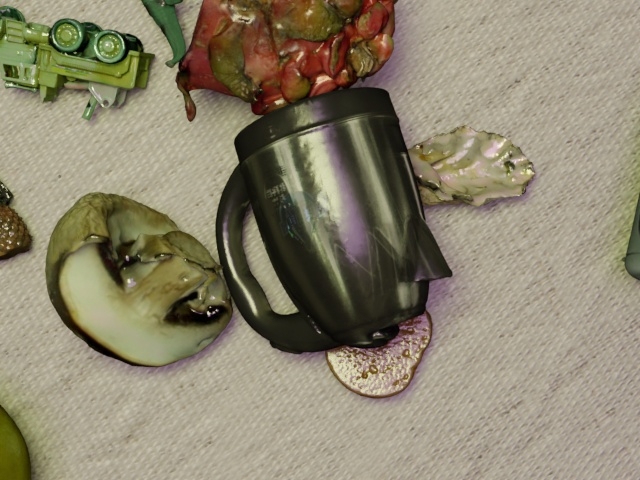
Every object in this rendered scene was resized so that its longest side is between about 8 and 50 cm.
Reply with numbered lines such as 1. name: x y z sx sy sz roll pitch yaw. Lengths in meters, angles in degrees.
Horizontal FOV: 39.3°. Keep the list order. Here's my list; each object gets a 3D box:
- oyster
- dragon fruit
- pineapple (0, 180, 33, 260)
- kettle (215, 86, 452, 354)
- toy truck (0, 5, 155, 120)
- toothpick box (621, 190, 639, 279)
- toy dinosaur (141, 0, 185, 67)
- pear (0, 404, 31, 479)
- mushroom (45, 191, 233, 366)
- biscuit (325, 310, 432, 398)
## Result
1. oyster: 0.206 -0.095 1.306 0.209 0.072 0.133 -17 70 -18
2. dragon fruit: -0.026 -0.299 1.208 0.262 0.296 0.314 19 122 -9
3. pineapple: -0.474 -0.051 1.289 0.074 0.074 0.160 -22 85 -2
4. kettle: 0.000 0.000 1.221 0.320 0.228 0.324 -21 83 21
5. toy truck: -0.383 -0.256 1.276 0.259 0.128 0.135 16 101 -1
6. toothpick box: 0.576 -0.100 1.239 0.262 0.263 0.355 12 86 0
7. toy dinosaur: -0.219 -0.382 1.294 0.120 0.079 0.292 -29 72 4
8. pear: -0.526 0.313 1.185 0.269 0.269 0.321 -34 75 -2
9. mushroom: -0.262 0.047 1.244 0.267 0.164 0.190 21 114 -33
10. biscuit: 0.075 0.140 1.300 0.170 0.050 0.170 0 78 2
